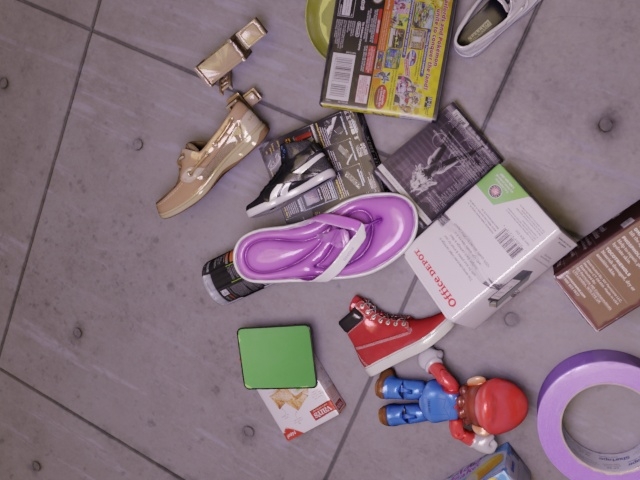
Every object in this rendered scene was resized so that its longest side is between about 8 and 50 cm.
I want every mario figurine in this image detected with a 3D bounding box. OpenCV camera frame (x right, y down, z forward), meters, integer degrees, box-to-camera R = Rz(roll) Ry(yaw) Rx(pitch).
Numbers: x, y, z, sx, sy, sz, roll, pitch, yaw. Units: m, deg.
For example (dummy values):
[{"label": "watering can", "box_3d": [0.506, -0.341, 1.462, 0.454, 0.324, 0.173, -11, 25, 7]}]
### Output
[{"label": "mario figurine", "box_3d": [0.294, 0.350, 1.409, 0.321, 0.170, 0.198, -3, 132, 29]}]

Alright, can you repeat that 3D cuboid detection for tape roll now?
[{"label": "tape roll", "box_3d": [0.587, 0.368, 1.309, 0.275, 0.090, 0.274, 3, 98, 19]}]

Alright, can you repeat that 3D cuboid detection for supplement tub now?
[{"label": "supplement tub", "box_3d": [-0.172, 0.068, 1.507, 0.190, 0.117, 0.117, -24, 89, 20]}]

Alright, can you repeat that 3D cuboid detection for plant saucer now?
[{"label": "plant saucer", "box_3d": [0.085, -0.491, 1.391, 0.241, 0.037, 0.240, 3, 98, 18]}]

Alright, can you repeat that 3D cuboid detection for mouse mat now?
[{"label": "mouse mat", "box_3d": [-0.103, 0.274, 1.498, 0.190, 0.007, 0.152, -5, 94, 20]}]

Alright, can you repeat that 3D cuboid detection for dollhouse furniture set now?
[{"label": "dollhouse furniture set", "box_3d": [-0.163, -0.396, 1.476, 0.182, 0.101, 0.161, -33, 111, 19]}]

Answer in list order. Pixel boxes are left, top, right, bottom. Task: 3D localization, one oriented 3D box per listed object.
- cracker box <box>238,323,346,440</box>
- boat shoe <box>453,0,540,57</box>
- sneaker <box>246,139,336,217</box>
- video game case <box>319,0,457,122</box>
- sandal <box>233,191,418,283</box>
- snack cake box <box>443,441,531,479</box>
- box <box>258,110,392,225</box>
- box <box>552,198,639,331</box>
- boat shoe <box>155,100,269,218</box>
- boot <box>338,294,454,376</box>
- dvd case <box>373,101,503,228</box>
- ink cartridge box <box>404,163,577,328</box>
[{"label": "cracker box", "box_3d": [-0.068, 0.340, 1.533, 0.156, 0.067, 0.232, -34, 86, 19]}, {"label": "boat shoe", "box_3d": [0.368, -0.472, 1.274, 0.095, 0.084, 0.258, 42, 108, 9]}, {"label": "sneaker", "box_3d": [-0.083, -0.143, 1.396, 0.217, 0.079, 0.121, -27, 84, 12]}, {"label": "video game case", "box_3d": [0.141, -0.398, 1.332, 0.248, 0.035, 0.274, 10, 94, 9]}, {"label": "sandal", "box_3d": [0.005, 0.015, 1.349, 0.416, 0.102, 0.169, -17, 89, 14]}, {"label": "snack cake box", "box_3d": [0.321, 0.563, 1.389, 0.264, 0.152, 0.089, -39, 84, 18]}, {"label": "box", "box_3d": [0.026, -0.114, 1.439, 0.243, 0.076, 0.307, -21, 90, 20]}, {"label": "box", "box_3d": [0.629, -0.006, 1.193, 0.381, 0.191, 0.143, -38, 85, 18]}, {"label": "boat shoe", "box_3d": [-0.273, -0.185, 1.491, 0.341, 0.121, 0.110, -40, 109, 15]}, {"label": "boot", "box_3d": [0.162, 0.176, 1.429, 0.244, 0.088, 0.176, -32, 85, 23]}, {"label": "dvd case", "box_3d": [0.249, -0.158, 1.353, 0.221, 0.018, 0.164, -41, 91, 3]}, {"label": "ink cartridge box", "box_3d": [0.334, 0.016, 1.295, 0.273, 0.115, 0.198, -44, 53, 19]}]
